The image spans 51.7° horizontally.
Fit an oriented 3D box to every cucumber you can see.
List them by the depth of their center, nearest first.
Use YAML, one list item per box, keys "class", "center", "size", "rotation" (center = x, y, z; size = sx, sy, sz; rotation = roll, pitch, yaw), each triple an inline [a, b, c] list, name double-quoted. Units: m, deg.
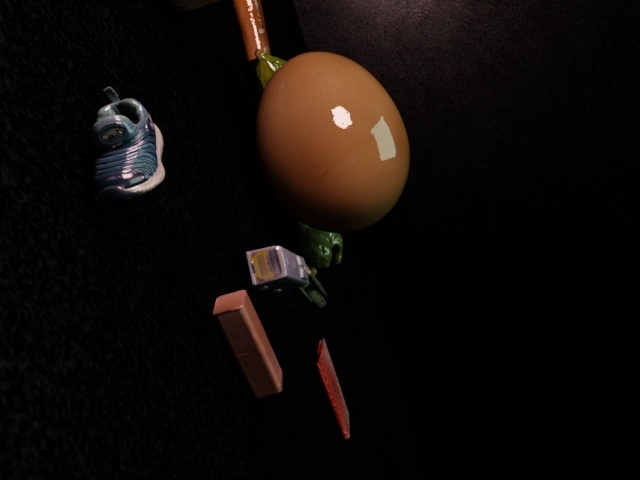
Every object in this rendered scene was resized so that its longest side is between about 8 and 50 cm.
- class: "cucumber"
  center: [-0.088, -0.340, 1.520]
  size: [0.244, 0.134, 0.134]
  rotation: [56, 19, -46]

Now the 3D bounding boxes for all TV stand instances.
- class: "TV stand"
  center: [-0.021, 0.100, 1.427]
  size: [0.036, 0.042, 0.249]
  rotation: [56, -1, 22]

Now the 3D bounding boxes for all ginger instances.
- class: "ginger"
  center: [0.001, -0.002, 1.566]
  size: [0.290, 0.089, 0.137]
  rotation: [2, 68, -81]

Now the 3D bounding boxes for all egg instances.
- class: "egg"
  center: [0.018, -0.197, 1.329]
  size: [0.374, 0.301, 0.301]
  rotation: [65, 6, 16]

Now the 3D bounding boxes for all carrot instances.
- class: "carrot"
  center: [-0.163, -0.514, 1.512]
  size: [0.067, 0.067, 0.225]
  rotation: [3, 74, -81]

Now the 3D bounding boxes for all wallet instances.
- class: "wallet"
  center: [0.028, 0.320, 1.420]
  size: [0.103, 0.020, 0.196]
  rotation: [-83, 157, -71]

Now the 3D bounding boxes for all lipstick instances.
- class: "lipstick"
  center: [-0.094, 0.139, 0.871]
  size: [0.045, 0.045, 0.145]
  rotation: [-87, 158, -62]

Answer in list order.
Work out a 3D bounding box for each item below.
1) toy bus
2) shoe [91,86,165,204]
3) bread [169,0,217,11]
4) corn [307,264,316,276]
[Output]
- class: "toy bus"
  center: [-0.071, 0.048, 1.078]
  size: [0.190, 0.075, 0.064]
  rotation: [32, 43, -76]
- class: "shoe"
  center: [-0.185, -0.087, 0.617]
  size: [0.143, 0.064, 0.071]
  rotation: [-99, 171, -50]
- class: "bread"
  center: [-0.180, -0.482, 0.998]
  size: [0.204, 0.156, 0.288]
  rotation: [61, 28, -48]
- class: "corn"
  center: [-0.024, 0.070, 1.498]
  size: [0.027, 0.028, 0.083]
  rotation: [64, 7, 8]
